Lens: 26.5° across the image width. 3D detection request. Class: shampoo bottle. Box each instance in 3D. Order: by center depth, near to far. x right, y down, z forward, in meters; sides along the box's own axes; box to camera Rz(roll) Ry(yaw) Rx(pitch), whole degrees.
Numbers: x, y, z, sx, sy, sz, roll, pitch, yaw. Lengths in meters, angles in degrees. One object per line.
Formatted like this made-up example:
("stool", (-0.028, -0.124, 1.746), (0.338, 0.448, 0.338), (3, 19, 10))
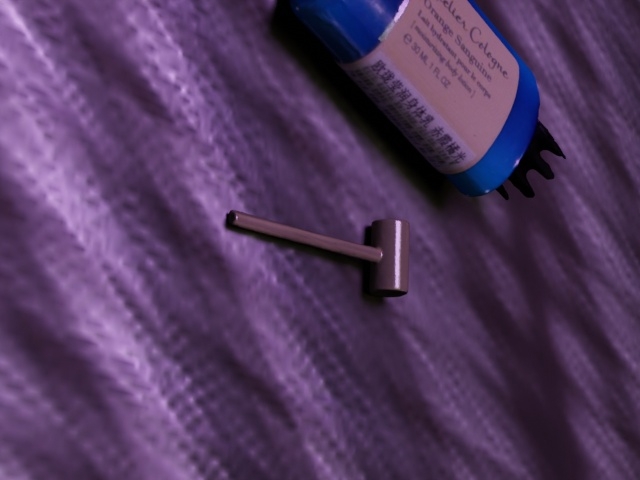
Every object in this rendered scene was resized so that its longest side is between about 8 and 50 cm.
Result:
("shampoo bottle", (0.059, -0.087, 0.678), (0.183, 0.050, 0.087), (43, 51, -35))

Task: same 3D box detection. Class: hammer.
("hammer", (0.000, 0.000, 0.627), (0.110, 0.019, 0.035), (14, 73, -41))
